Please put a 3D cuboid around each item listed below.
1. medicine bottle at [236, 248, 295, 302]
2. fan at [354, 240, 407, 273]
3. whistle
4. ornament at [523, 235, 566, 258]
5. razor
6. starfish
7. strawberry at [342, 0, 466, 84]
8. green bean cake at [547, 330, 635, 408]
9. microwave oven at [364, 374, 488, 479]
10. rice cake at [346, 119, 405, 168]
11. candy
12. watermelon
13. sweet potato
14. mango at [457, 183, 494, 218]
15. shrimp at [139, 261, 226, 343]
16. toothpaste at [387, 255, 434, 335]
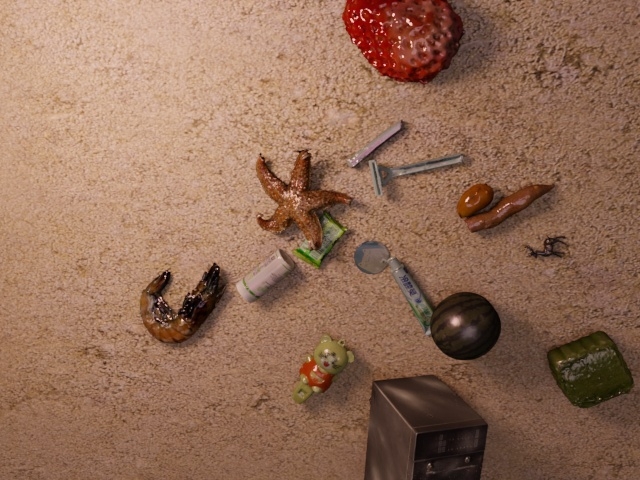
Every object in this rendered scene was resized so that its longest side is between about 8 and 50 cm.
[{"bbox_3d":[-0.174,0.112,1.646,0.183,0.086,0.086,-39,99,13],"label":"medicine bottle"},{"bbox_3d":[0.193,0.064,1.646,0.175,0.005,0.113,18,107,0],"label":"fan"},{"bbox_3d":[-0.003,0.432,1.708,0.131,0.106,0.288,37,104,1],"label":"whistle"},{"bbox_3d":[0.689,0.021,1.586,0.125,0.028,0.073,1,106,2],"label":"ornament"},{"bbox_3d":[0.289,-0.218,1.545,0.278,0.056,0.111,-13,105,0],"label":"razor"},{"bbox_3d":[-0.062,-0.131,1.555,0.312,0.113,0.303,12,107,9],"label":"starfish"},{"bbox_3d":[0.217,-0.577,1.400,0.336,0.149,0.265,24,107,-1],"label":"strawberry"},{"bbox_3d":[0.852,0.410,1.632,0.214,0.113,0.200,-29,102,12],"label":"green bean cake"},{"bbox_3d":[0.307,0.692,1.620,0.236,0.374,0.431,-1,104,-19],"label":"microwave oven"},{"bbox_3d":[0.166,-0.287,1.540,0.208,0.033,0.033,-37,90,12],"label":"rice cake"},{"bbox_3d":[0.000,0.000,1.630,0.102,0.032,0.178,36,105,-2],"label":"candy"},{"bbox_3d":[0.441,0.264,1.578,0.212,0.212,0.212,1,105,4],"label":"watermelon"},{"bbox_3d":[0.571,-0.103,1.541,0.281,0.059,0.067,-29,129,14],"label":"sweet potato"},{"bbox_3d":[0.461,-0.119,1.545,0.127,0.063,0.077,-42,89,14],"label":"mango"},{"bbox_3d":[-0.468,0.189,1.703,0.233,0.071,0.365,37,110,0],"label":"shrimp"},{"bbox_3d":[0.299,0.177,1.648,0.075,0.048,0.296,-30,106,11],"label":"toothpaste"}]
